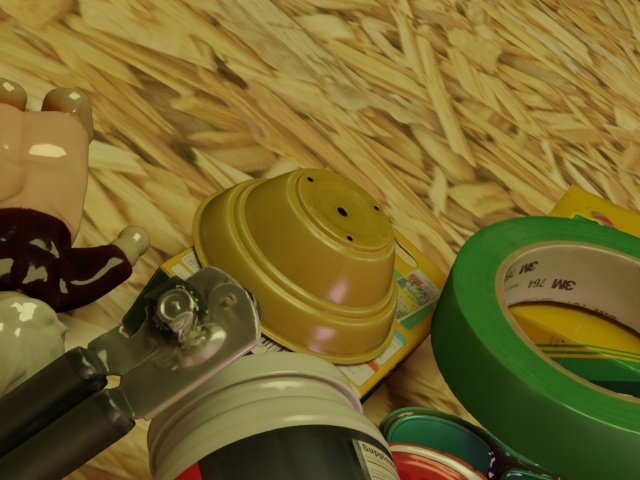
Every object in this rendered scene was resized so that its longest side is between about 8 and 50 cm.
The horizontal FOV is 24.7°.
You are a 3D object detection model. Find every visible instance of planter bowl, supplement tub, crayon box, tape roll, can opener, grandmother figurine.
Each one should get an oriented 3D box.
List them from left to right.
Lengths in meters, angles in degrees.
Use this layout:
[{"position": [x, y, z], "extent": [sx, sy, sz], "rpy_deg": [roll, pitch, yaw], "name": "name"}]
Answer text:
[{"position": [-0.249, 0.001, 1.234], "extent": [0.207, 0.104, 0.342], "rpy_deg": [2, 42, -4], "name": "grandmother figurine"}, {"position": [-0.162, 0.123, 1.048], "extent": [0.076, 0.283, 0.095], "rpy_deg": [54, -4, 24], "name": "can opener"}, {"position": [-0.019, 0.236, 1.056], "extent": [0.191, 0.191, 0.272], "rpy_deg": [14, 39, -33], "name": "supplement tub"}, {"position": [-0.014, 0.065, 1.387], "extent": [0.203, 0.083, 0.323], "rpy_deg": [43, 33, 8], "name": "crayon box"}, {"position": [0.000, 0.000, 1.319], "extent": [0.217, 0.090, 0.217], "rpy_deg": [25, 33, -18], "name": "planter bowl"}, {"position": [0.267, 0.101, 1.390], "extent": [0.321, 0.077, 0.321], "rpy_deg": [12, 35, -8], "name": "tape roll"}, {"position": [0.359, 0.097, 1.621], "extent": [0.313, 0.106, 0.363], "rpy_deg": [27, 29, 13], "name": "crayon box"}]

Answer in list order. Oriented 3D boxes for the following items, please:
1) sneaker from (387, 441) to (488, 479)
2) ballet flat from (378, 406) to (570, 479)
[{"position": [0.120, 0.272, 1.251], "extent": [0.221, 0.087, 0.128], "rpy_deg": [34, 31, -4], "name": "sneaker"}, {"position": [0.145, 0.213, 1.373], "extent": [0.247, 0.083, 0.087], "rpy_deg": [24, 4, -22], "name": "ballet flat"}]
